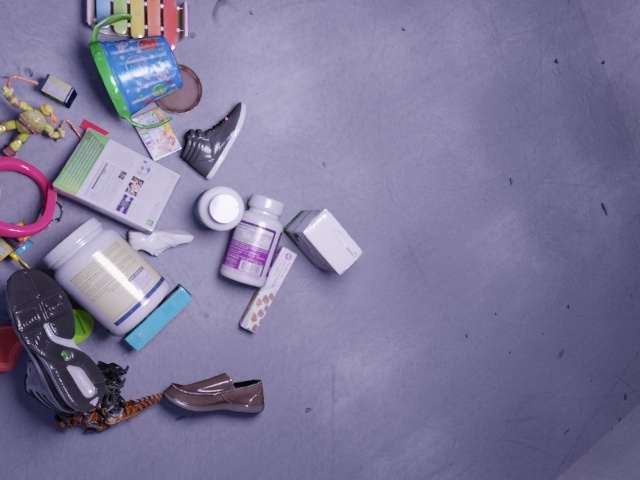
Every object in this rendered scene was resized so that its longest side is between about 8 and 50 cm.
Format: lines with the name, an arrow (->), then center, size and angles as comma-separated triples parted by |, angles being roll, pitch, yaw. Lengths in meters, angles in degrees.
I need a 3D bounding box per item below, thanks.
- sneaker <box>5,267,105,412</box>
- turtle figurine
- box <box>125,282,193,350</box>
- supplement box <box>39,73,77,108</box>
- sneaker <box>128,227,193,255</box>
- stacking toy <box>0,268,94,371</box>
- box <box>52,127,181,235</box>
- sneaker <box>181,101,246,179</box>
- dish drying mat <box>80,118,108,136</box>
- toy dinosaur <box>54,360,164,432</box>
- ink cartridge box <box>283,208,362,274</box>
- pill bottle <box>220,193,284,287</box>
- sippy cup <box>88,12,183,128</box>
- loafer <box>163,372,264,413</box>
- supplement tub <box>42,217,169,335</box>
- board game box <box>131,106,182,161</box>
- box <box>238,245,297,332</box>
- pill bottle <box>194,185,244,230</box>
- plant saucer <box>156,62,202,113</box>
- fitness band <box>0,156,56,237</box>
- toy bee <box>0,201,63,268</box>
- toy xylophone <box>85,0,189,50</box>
sneaker -> -0.837, 0.318, 1.456 | 0.169, 0.257, 0.448 | -30, 97, -59
turtle figurine -> -0.881, -0.345, 1.503 | 0.217, 0.087, 0.269 | -34, 141, 3
box -> -0.545, 0.256, 1.673 | 0.244, 0.100, 0.060 | -45, 105, -12
supplement box -> -0.818, -0.465, 1.544 | 0.083, 0.083, 0.056 | 28, 82, -19
sneaker -> -0.540, 0.009, 1.682 | 0.212, 0.080, 0.094 | 0, 105, -12
stacking toy -> -0.908, 0.264, 1.574 | 0.309, 0.130, 0.279 | -50, 133, -7
box -> -0.647, -0.188, 1.596 | 0.321, 0.058, 0.233 | 28, 62, -19
sneaker -> -0.371, -0.370, 1.691 | 0.146, 0.104, 0.296 | 29, 88, -23
dish drying mat -> -0.740, -0.362, 1.618 | 0.083, 0.008, 0.032 | 28, 83, -17
toy dinosaur -> -0.701, 0.530, 1.638 | 0.321, 0.164, 0.219 | -11, 112, -36
ink cartridge box -> 0.000, 0.000, 1.749 | 0.117, 0.278, 0.201 | -44, 105, -12
pill bottle -> -0.229, -0.002, 1.730 | 0.169, 0.169, 0.302 | 19, 86, -19
sippy cup -> -0.562, -0.527, 1.544 | 0.223, 0.240, 0.306 | -22, 140, -13
loafer -> -0.366, 0.526, 1.746 | 0.365, 0.133, 0.130 | 13, 85, -29
supplement tub -> -0.668, 0.113, 1.552 | 0.235, 0.235, 0.325 | -44, 105, -11
board game box -> -0.553, -0.358, 1.672 | 0.103, 0.026, 0.154 | -30, 102, -14
box -> -0.193, 0.176, 1.807 | 0.063, 0.067, 0.324 | 30, 84, -18
pill bottle -> -0.335, -0.105, 1.636 | 0.146, 0.264, 0.147 | -1, 94, -19
plant saucer -> -0.488, -0.515, 1.684 | 0.168, 0.029, 0.169 | -1, 93, -19
fitness band -> -0.900, -0.128, 1.459 | 0.208, 0.054, 0.291 | 16, 43, -36
toy bee -> -0.938, -0.009, 1.488 | 0.195, 0.162, 0.299 | 28, 87, -22
toy xylophone -> -0.586, -0.699, 1.611 | 0.322, 0.081, 0.237 | -9, 97, -18
